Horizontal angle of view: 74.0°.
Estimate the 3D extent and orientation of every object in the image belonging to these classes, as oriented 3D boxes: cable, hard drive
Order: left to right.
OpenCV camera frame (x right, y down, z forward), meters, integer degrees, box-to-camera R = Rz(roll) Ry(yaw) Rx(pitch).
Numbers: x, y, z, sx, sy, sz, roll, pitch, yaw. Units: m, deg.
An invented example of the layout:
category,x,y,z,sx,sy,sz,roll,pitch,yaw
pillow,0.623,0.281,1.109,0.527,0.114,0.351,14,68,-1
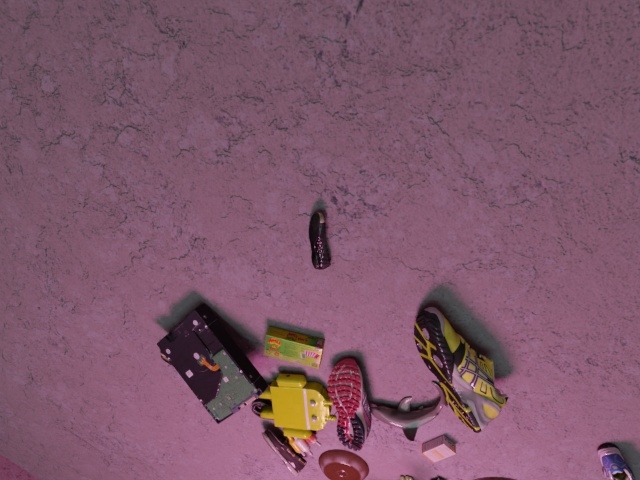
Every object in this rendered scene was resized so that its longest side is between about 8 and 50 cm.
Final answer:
category,x,y,z,sx,sy,sz,roll,pitch,yaw
hard drive,-0.352,0.401,1.375,0.237,0.064,0.339,-41,86,27
cable,-0.118,0.661,1.525,0.287,0.072,0.139,40,116,-10

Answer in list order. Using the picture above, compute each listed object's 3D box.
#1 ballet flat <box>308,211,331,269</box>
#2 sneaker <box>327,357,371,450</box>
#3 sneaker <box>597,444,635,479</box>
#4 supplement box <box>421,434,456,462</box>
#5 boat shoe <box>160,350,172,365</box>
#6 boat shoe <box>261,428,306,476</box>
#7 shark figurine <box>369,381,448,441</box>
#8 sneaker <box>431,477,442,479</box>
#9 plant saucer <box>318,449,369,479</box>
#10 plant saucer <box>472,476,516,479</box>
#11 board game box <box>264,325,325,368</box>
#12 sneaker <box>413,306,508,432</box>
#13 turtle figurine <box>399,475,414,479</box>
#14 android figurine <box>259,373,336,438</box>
category,x,y,z,sx,sy,sz,roll,pitch,yaw
ballet flat,0.000,0.000,1.124,0.049,0.057,0.173,-17,125,-23
sneaker,0.100,0.512,1.364,0.121,0.112,0.299,4,107,30
sneaker,0.910,0.721,1.298,0.080,0.081,0.211,-30,111,25
supplement box,0.402,0.709,1.443,0.062,0.036,0.098,42,121,-12
boat shoe,-0.491,0.421,1.489,0.152,0.056,0.049,28,128,8
boat shoe,-0.137,0.790,1.611,0.227,0.069,0.081,56,157,-15
shark figurine,0.308,0.569,1.342,0.278,0.116,0.166,-29,111,29
sneaker,0.414,0.905,1.562,0.044,0.040,0.109,42,119,7
plant saucer,0.086,0.878,1.625,0.199,0.036,0.198,6,122,10
plant saucer,0.652,0.968,1.531,0.311,0.050,0.310,6,123,10
board game box,-0.083,0.337,1.339,0.181,0.043,0.092,12,122,6
sneaker,0.389,0.341,1.191,0.147,0.145,0.384,-31,103,-13
turtle figurine,0.246,0.969,1.500,0.275,0.266,0.197,17,122,3
android figurine,-0.079,0.563,1.447,0.273,0.056,0.248,2,108,14
